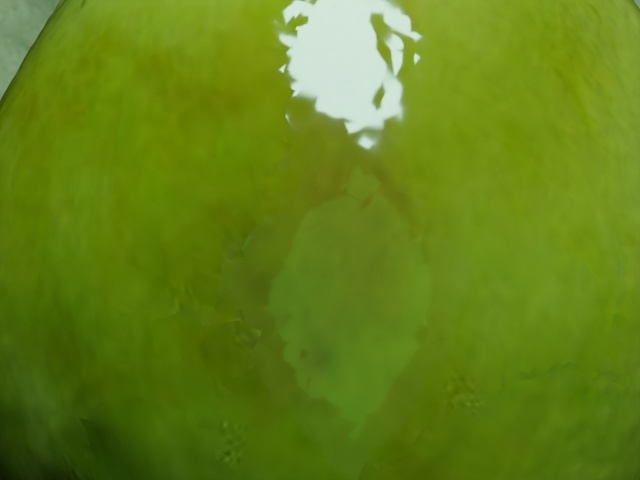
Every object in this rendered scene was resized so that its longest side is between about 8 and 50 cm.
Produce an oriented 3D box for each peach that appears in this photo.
[{"bbox_3d":[0.004,0.008,0.453,0.314,0.281,0.315,22,83,6],"label":"peach"}]
